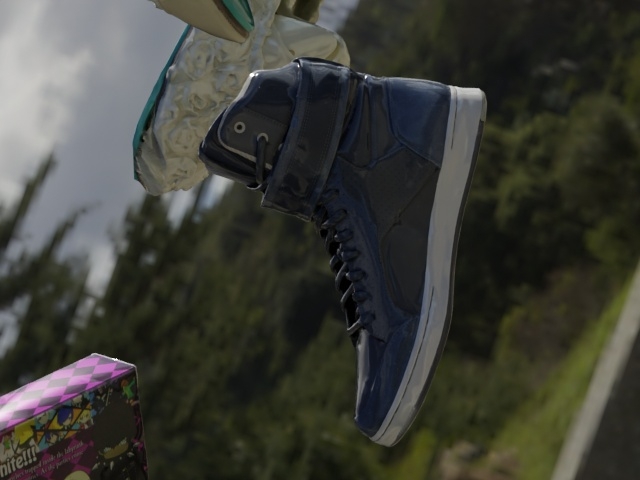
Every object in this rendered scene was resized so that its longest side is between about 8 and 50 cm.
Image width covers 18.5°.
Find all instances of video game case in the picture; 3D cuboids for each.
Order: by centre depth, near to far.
[{"bbox_3d":[-0.181,0.196,1.033,0.232,0.042,0.210,-25,-60,-43],"label":"video game case"}]

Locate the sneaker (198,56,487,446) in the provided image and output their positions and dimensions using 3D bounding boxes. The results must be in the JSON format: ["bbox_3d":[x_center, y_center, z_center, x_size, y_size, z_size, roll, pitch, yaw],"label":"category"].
[{"bbox_3d":[0.000,0.000,1.158,0.086,0.163,0.226,131,151,-69],"label":"sneaker"}]

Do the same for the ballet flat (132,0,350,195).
[{"bbox_3d":[-0.017,-0.208,1.608,0.147,0.147,0.409,100,-166,-72],"label":"ballet flat"}]

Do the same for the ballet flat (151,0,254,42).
[{"bbox_3d":[-0.124,-0.219,1.287,0.248,0.086,0.086,62,-144,-39],"label":"ballet flat"}]
